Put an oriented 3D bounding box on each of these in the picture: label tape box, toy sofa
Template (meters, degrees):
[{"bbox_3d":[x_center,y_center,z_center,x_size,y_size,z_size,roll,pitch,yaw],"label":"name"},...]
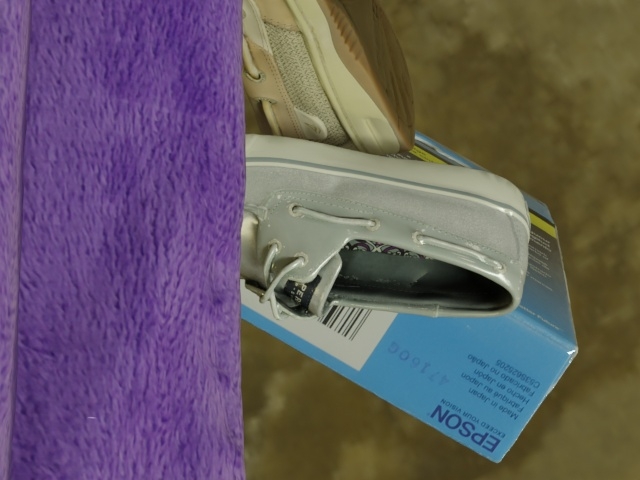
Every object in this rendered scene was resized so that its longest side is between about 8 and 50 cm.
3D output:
[{"bbox_3d":[0.056,0.003,1.487,0.249,0.347,0.115,29,106,-6],"label":"label tape box"},{"bbox_3d":[-0.072,-0.017,0.426,0.177,0.362,0.150,9,153,-20],"label":"toy sofa"}]

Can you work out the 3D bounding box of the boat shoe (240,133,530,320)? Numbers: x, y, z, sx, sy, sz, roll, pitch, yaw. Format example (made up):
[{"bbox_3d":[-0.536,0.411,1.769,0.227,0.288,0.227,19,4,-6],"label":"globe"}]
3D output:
[{"bbox_3d":[0.000,0.001,1.020,0.227,0.081,0.079,5,141,-4],"label":"boat shoe"}]

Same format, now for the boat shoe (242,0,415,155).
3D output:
[{"bbox_3d":[-0.037,-0.141,1.011,0.098,0.109,0.302,-11,143,16],"label":"boat shoe"}]
